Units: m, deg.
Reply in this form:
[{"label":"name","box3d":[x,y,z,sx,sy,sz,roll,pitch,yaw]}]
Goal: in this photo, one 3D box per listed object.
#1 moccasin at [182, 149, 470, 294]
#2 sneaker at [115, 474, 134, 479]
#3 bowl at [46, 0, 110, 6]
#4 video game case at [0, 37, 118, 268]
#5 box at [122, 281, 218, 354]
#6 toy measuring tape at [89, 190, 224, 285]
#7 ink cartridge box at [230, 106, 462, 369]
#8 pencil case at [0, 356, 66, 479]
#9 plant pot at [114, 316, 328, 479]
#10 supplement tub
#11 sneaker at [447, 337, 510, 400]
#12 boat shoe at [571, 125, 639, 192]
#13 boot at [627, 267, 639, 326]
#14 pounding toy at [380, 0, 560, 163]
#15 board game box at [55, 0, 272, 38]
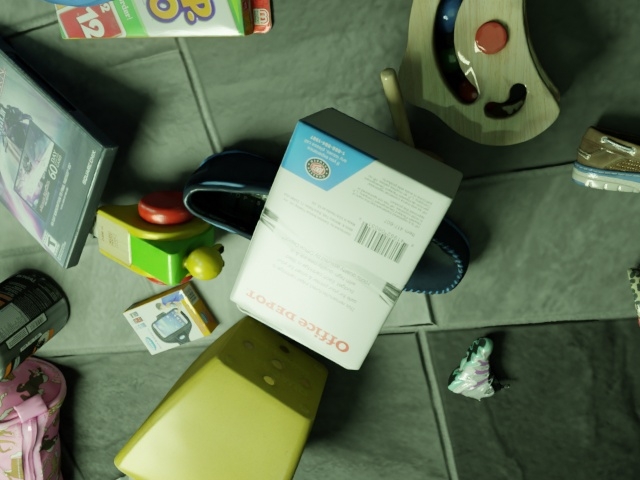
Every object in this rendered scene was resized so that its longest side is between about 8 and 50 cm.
[{"label":"moccasin","box3d":[0.000,0.000,0.684,0.342,0.117,0.137,15,118,9]},{"label":"sneaker","box3d":[-0.275,0.428,1.012,0.281,0.105,0.115,-35,135,24]},{"label":"bowl","box3d":[-0.280,-0.415,0.524,0.391,0.077,0.390,19,125,29]},{"label":"video game case","box3d":[-0.381,-0.121,0.753,0.274,0.026,0.196,40,121,15]},{"label":"box","box3d":[-0.229,0.119,0.866,0.136,0.028,0.081,-23,107,24]},{"label":"toy measuring tape","box3d":[-0.240,-0.025,0.778,0.330,0.121,0.121,23,122,32]},{"label":"ink cartridge box","box3d":[0.020,0.000,0.562,0.148,0.086,0.203,29,118,7]},{"label":"pencil case","box3d":[-0.518,0.385,1.012,0.167,0.160,0.385,11,118,2]},{"label":"plant pot","box3d":[-0.104,0.233,0.794,0.212,0.212,0.187,34,107,-1]},{"label":"supplement tub","box3d":[-0.476,0.136,0.857,0.117,0.190,0.116,7,117,15]},{"label":"sneaker","box3d":[0.215,0.170,0.750,0.069,0.038,0.098,26,129,2]},{"label":"boat shoe","box3d":[0.347,-0.079,0.568,0.183,0.066,0.066,6,115,15]},{"label":"boot","box3d":[0.444,0.110,0.621,0.179,0.085,0.236,-15,104,25]},{"label":"pounding toy","box3d":[0.149,-0.165,0.535,0.154,0.155,0.269,15,119,15]},{"label":"board game box","box3d":[-0.183,-0.291,0.650,0.260,0.039,0.124,3,117,13]}]
